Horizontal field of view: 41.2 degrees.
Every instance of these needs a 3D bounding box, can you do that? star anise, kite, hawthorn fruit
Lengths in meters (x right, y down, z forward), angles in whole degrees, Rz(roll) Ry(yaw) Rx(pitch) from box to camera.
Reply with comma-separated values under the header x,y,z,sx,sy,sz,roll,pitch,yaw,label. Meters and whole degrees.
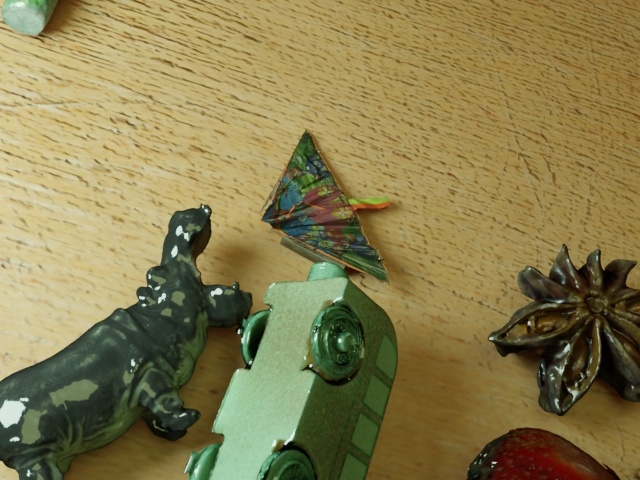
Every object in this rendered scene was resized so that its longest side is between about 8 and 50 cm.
x,y,z,sx,sy,sz,roll,pitch,yaw,label
0.317,0.113,1.014,0.220,0.099,0.214,33,75,-3,star anise
0.006,-0.047,1.028,0.183,0.014,0.241,-7,57,-28,kite
0.249,0.295,0.859,0.235,0.181,0.181,28,62,-1,hawthorn fruit

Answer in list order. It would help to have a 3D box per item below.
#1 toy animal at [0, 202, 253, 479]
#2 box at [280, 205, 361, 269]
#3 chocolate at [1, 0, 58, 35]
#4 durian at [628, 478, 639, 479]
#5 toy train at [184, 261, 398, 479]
x,y,z,sx,sy,sz,roll,pitch,yaw,label
-0.182,0.122,0.871,0.168,0.106,0.343,40,60,3,toy animal
0.000,0.000,1.021,0.083,0.024,0.053,29,61,-2,box
-0.338,-0.393,1.081,0.110,0.110,0.291,12,66,-9,chocolate
0.433,0.336,0.949,0.355,0.157,0.169,-41,116,-27,durian
-0.021,0.179,0.849,0.159,0.129,0.326,46,52,-39,toy train
